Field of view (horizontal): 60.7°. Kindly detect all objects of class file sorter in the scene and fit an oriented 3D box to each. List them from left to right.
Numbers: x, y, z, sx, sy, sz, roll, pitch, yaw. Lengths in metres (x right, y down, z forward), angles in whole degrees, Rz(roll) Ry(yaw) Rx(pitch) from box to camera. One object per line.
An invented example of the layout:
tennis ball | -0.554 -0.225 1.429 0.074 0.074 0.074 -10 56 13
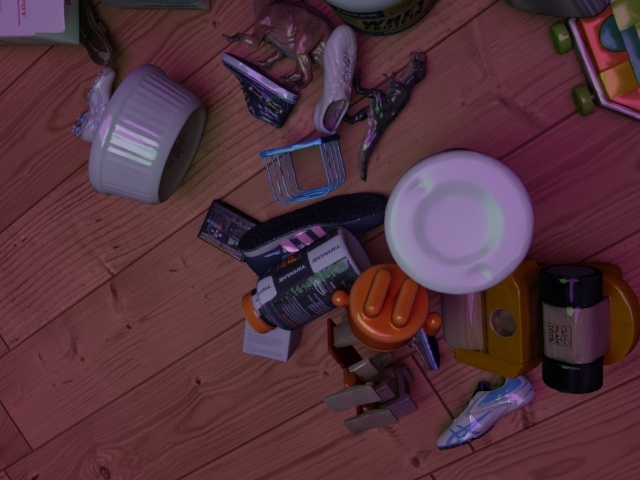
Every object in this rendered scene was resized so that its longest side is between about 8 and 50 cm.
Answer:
file sorter | -0.025 -0.139 1.053 0.118 0.170 0.105 -10 101 15

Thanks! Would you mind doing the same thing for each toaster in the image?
toaster | 0.379 -0.443 0.874 0.227 0.146 0.129 32 107 37

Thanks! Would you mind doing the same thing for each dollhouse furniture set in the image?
dollhouse furniture set | 0.078 0.255 1.066 0.135 0.262 0.259 -23 125 18

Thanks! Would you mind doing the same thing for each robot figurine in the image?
robot figurine | 0.105 0.111 0.887 0.158 0.219 0.128 -18 71 -4

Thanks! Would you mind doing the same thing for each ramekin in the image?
ramekin | -0.328 -0.194 1.073 0.127 0.273 0.273 25 105 -3

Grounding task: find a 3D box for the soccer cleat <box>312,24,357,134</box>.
soccer cleat | 0.034 -0.289 1.000 0.068 0.076 0.196 4 114 -25

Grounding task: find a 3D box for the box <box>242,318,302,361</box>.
box | -0.099 0.191 1.162 0.101 0.102 0.087 10 104 12

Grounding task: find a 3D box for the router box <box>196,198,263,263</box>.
router box | -0.194 -0.021 1.180 0.122 0.038 0.092 29 105 7

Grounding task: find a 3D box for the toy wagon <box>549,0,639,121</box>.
toy wagon | 0.537 -0.382 0.925 0.267 0.068 0.345 -22 94 16

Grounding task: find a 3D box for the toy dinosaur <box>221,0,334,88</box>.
toy dinosaur | -0.046 -0.411 1.038 0.295 0.127 0.200 34 99 0

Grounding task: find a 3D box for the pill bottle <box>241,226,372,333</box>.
pill bottle | -0.030 0.087 1.032 0.245 0.130 0.131 -31 92 16

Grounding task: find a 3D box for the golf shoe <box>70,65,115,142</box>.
golf shoe | -0.472 -0.291 1.198 0.086 0.069 0.176 26 109 -13

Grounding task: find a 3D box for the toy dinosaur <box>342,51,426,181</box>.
toy dinosaur | 0.101 -0.256 1.059 0.118 0.064 0.268 29 108 0

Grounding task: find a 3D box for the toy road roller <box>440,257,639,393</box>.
toy road roller | 0.407 0.127 1.006 0.329 0.240 0.203 6 104 51

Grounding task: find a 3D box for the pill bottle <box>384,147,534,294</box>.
pill bottle | 0.226 -0.050 0.905 0.204 0.361 0.204 2 101 13

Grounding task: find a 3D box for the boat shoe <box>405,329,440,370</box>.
boat shoe | 0.186 0.183 1.116 0.066 0.066 0.183 -24 83 21

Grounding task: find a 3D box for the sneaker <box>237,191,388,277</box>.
sneaker | 0.000 0.000 1.120 0.318 0.112 0.131 -16 123 12

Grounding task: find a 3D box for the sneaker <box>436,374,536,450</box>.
sneaker | 0.323 0.344 1.106 0.237 0.085 0.086 -45 61 20

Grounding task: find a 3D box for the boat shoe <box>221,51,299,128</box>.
boat shoe | -0.137 -0.303 1.104 0.183 0.065 0.083 35 112 9

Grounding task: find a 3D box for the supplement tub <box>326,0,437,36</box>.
supplement tub | 0.087 -0.474 0.888 0.228 0.316 0.229 2 100 14

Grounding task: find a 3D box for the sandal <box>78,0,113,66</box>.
sandal | -0.480 -0.442 1.167 0.072 0.049 0.180 -43 72 31

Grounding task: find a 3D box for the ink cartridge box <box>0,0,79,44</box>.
ink cartridge box | -0.619 -0.516 1.129 0.353 0.119 0.207 8 101 22

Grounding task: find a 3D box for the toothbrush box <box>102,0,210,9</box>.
toothbrush box | -0.358 -0.518 1.000 0.216 0.295 0.126 6 100 13
